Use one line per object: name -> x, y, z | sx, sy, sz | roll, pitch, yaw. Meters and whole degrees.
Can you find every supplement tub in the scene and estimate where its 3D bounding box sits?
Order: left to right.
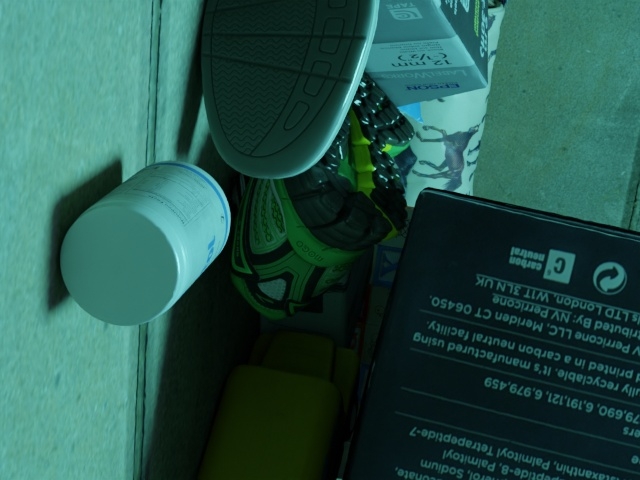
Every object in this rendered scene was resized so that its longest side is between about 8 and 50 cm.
supplement tub -> -0.096, -0.001, 0.786 | 0.107, 0.071, 0.071 | -56, 154, -69

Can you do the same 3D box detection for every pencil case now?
pencil case -> 0.143, -0.144, 1.837 | 0.183, 0.160, 0.410 | -37, 138, -58

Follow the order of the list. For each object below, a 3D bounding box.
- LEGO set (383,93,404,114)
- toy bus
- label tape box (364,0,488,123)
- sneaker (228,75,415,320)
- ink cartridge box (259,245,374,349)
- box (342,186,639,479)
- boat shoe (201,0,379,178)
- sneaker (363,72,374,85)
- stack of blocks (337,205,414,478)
LEGO set -> 0.070, -0.195, 1.616 | 0.244, 0.060, 0.182 | -86, -167, -58
toy bus -> -0.051, 0.226, 1.206 | 0.130, 0.108, 0.332 | 82, 20, -58
label tape box -> 0.089, -0.267, 1.229 | 0.348, 0.115, 0.249 | 30, 59, -68
sneaker -> -0.018, -0.063, 1.147 | 0.146, 0.134, 0.343 | -44, -166, 24
ink cartridge box -> 0.000, 0.000, 1.329 | 0.153, 0.087, 0.208 | -70, 167, -46
box -> 0.169, 0.210, 1.192 | 0.480, 0.297, 0.471 | -23, 125, -85
boat shoe -> -0.009, -0.191, 0.990 | 0.103, 0.118, 0.320 | 53, 40, -72
sneaker -> 0.039, -0.167, 1.571 | 0.109, 0.040, 0.043 | 98, -3, -53
stack of blocks -> 0.052, 0.106, 1.505 | 0.087, 0.171, 0.297 | -18, 117, -80
